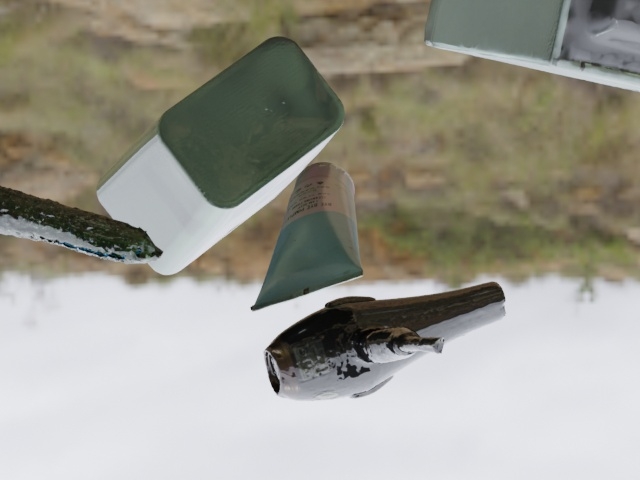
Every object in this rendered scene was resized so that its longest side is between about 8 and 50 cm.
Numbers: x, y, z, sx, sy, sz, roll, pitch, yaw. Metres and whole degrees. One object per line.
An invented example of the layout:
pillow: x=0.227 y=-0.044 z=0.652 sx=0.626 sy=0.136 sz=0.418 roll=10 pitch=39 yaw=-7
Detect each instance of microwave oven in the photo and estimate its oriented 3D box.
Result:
microwave oven: x=0.280 y=-0.222 z=1.386 sx=0.295 sy=0.181 sz=0.237 roll=9 pitch=-174 yaw=-28

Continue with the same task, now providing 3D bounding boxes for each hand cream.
hand cream: x=0.000 y=0.000 z=1.600 sx=0.111 sy=0.070 sz=0.312 roll=-17 pitch=-160 yaw=10

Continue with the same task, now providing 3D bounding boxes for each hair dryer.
hair dryer: x=0.110 y=0.109 z=1.767 sx=0.303 sy=0.120 sz=0.359 roll=-14 pitch=-179 yaw=-14

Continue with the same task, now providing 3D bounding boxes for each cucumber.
cucumber: x=-0.259 y=-0.015 z=1.548 sx=0.256 sy=0.043 sz=0.044 roll=15 pitch=-149 yaw=32

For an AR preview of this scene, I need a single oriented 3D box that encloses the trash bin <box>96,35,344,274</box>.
trash bin: x=-0.117 y=-0.099 z=1.910 sx=0.223 sy=0.158 sz=0.343 roll=-38 pitch=-177 yaw=-20
